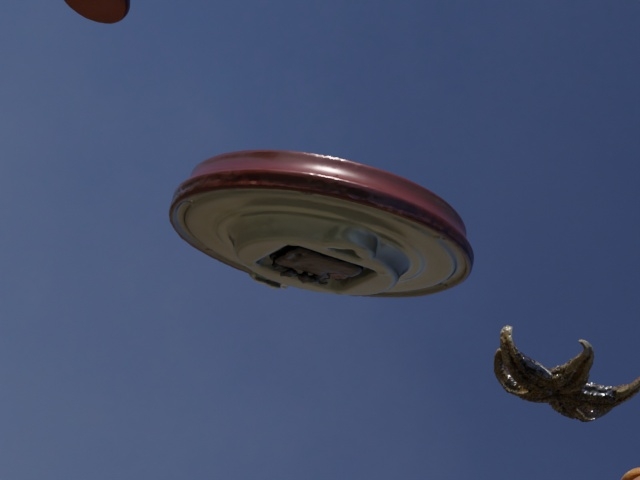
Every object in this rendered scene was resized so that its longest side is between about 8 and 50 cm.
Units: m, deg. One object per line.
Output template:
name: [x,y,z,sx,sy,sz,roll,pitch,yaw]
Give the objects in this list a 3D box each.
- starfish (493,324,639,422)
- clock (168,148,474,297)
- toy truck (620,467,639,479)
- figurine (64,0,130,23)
starfish: [0.142,0.080,1.070,0.091,0.028,0.078,5,-32,21]
clock: [0.000,0.000,1.916,0.318,0.080,0.318,11,-18,4]
toy truck: [0.338,0.313,1.691,0.265,0.239,0.189,-64,-149,31]
figurine: [-0.239,-0.309,1.752,0.173,0.173,0.173,38,-30,27]
